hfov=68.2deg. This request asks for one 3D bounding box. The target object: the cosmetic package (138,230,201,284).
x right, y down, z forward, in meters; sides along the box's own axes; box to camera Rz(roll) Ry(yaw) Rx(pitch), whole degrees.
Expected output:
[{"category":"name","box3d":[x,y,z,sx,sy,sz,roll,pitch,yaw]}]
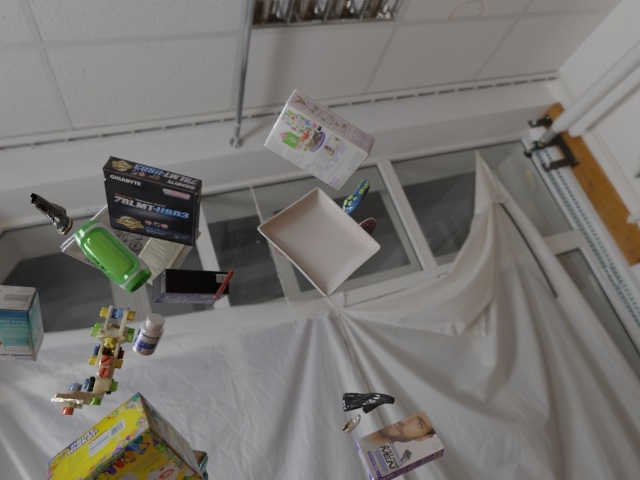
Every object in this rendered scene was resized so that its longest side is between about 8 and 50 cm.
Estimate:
[{"category":"cosmetic package","box3d":[-0.699,0.048,2.146,0.310,0.160,0.113,-57,-5,-3]}]

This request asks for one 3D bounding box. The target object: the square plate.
[{"category":"square plate","box3d":[0.000,0.000,1.722,0.344,0.347,0.049,-38,-12,-39]}]

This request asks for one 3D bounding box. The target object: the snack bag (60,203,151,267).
[{"category":"snack bag","box3d":[-1.002,0.004,2.288,0.342,0.037,0.323,-40,-42,6]}]

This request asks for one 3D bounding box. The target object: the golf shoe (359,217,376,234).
[{"category":"golf shoe","box3d":[0.180,-0.041,2.072,0.067,0.086,0.186,33,-53,-9]}]

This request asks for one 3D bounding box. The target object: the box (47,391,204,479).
[{"category":"box","box3d":[-0.536,0.645,1.319,0.289,0.177,0.279,-36,-59,-16]}]

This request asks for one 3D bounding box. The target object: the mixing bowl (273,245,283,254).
[{"category":"mixing bowl","box3d":[-0.163,0.003,2.503,0.181,0.182,0.098,-18,8,-5]}]

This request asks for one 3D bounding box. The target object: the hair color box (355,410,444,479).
[{"category":"hair color box","box3d":[0.344,0.906,2.064,0.338,0.185,0.110,-19,-43,-12]}]

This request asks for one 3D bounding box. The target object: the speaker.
[{"category":"speaker","box3d":[-0.791,0.060,1.808,0.131,0.296,0.131,-46,0,0]}]

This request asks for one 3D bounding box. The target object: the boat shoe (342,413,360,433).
[{"category":"boat shoe","box3d":[0.124,0.743,1.921,0.035,0.035,0.100,27,-71,-31]}]

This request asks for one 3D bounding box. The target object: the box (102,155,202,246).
[{"category":"box","box3d":[-0.548,-0.118,1.562,0.295,0.074,0.293,14,-38,-8]}]

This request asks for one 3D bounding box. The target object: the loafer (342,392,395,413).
[{"category":"loafer","box3d":[0.188,0.642,1.864,0.223,0.078,0.076,-11,-28,29]}]

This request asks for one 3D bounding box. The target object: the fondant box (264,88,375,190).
[{"category":"fondant box","box3d":[-0.007,-0.350,1.689,0.330,0.096,0.238,29,-36,-11]}]

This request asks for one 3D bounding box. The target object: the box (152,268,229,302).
[{"category":"box","box3d":[-0.526,0.189,1.919,0.261,0.103,0.184,6,-19,-33]}]

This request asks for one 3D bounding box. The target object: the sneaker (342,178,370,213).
[{"category":"sneaker","box3d":[0.167,-0.186,2.102,0.188,0.067,0.078,-54,-28,-20]}]

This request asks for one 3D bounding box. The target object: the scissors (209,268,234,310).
[{"category":"scissors","box3d":[-0.342,0.189,1.572,0.109,0.021,0.297,-53,11,21]}]

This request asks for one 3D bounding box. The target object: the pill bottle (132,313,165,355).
[{"category":"pill bottle","box3d":[-0.816,0.447,2.263,0.112,0.112,0.187,5,-60,-50]}]

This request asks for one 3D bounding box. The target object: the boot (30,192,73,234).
[{"category":"boot","box3d":[-1.087,-0.105,1.897,0.077,0.197,0.137,-50,-40,-6]}]

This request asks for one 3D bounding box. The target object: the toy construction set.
[{"category":"toy construction set","box3d":[-0.654,0.366,1.416,0.151,0.328,0.215,28,-28,-14]}]

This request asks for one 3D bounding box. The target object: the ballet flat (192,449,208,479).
[{"category":"ballet flat","box3d":[-0.545,0.993,2.004,0.116,0.124,0.343,-51,-23,-50]}]

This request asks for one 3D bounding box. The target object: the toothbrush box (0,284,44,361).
[{"category":"toothbrush box","box3d":[-1.172,0.310,1.757,0.216,0.126,0.296,7,-51,-17]}]
